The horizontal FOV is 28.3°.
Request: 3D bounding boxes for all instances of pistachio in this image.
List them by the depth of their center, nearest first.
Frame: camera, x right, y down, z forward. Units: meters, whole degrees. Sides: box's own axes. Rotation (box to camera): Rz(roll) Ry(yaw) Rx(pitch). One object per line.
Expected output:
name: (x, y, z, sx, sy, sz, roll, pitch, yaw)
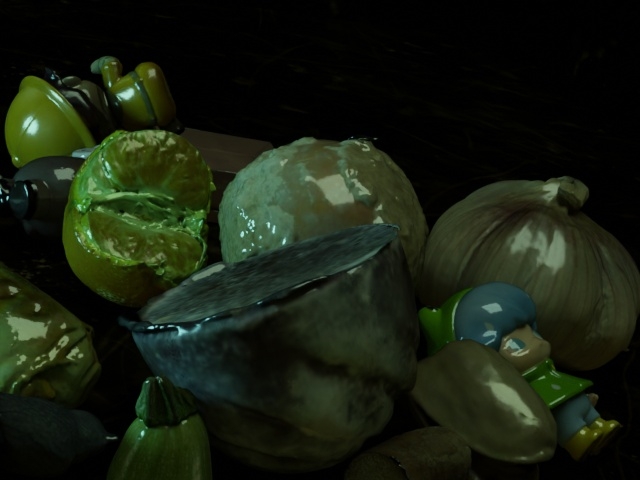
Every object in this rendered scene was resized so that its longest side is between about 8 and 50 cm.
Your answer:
pistachio: (0.172, 0.193, 1.380, 0.131, 0.129, 0.206, -7, 34, -26)

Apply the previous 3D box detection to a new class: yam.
yam: (0.089, 0.235, 1.283, 0.084, 0.084, 0.127, 27, 19, 31)

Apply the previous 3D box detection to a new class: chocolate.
chocolate: (-0.027, 0.124, 1.300, 0.303, 0.213, 0.303, -18, 8, 3)

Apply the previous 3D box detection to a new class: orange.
orange: (-0.233, -0.018, 1.592, 0.179, 0.158, 0.237, 18, 52, -25)

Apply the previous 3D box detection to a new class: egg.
egg: (0.000, 0.000, 1.570, 0.279, 0.279, 0.310, 8, 9, -18)

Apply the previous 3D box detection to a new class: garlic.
garlic: (0.289, 0.050, 1.739, 0.322, 0.241, 0.322, 0, 37, 0)

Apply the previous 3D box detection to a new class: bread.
bread: (-0.342, 0.090, 1.300, 0.268, 0.130, 0.152, 27, 18, 28)

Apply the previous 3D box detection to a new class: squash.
squash: (-0.141, 0.179, 1.188, 0.105, 0.132, 0.105, 11, 21, -4)

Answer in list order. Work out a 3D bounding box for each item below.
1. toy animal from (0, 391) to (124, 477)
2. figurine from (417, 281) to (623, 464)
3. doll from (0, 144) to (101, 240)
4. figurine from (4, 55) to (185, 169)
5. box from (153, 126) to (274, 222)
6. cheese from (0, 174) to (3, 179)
toy animal: (-0.280, 0.163, 1.165, 0.121, 0.117, 0.210, 22, 22, 39)
figurine: (0.235, 0.158, 1.522, 0.263, 0.143, 0.162, 43, 37, 23)
doll: (-0.330, -0.066, 1.742, 0.182, 0.117, 0.257, 8, 16, 40)
figurine: (-0.342, -0.180, 1.885, 0.257, 0.192, 0.167, -27, 9, 0)
box: (-0.164, -0.103, 2.008, 0.215, 0.086, 0.215, 9, 20, -16)
cheese: (-0.488, -0.062, 1.717, 0.106, 0.037, 0.256, 42, 19, 1)
